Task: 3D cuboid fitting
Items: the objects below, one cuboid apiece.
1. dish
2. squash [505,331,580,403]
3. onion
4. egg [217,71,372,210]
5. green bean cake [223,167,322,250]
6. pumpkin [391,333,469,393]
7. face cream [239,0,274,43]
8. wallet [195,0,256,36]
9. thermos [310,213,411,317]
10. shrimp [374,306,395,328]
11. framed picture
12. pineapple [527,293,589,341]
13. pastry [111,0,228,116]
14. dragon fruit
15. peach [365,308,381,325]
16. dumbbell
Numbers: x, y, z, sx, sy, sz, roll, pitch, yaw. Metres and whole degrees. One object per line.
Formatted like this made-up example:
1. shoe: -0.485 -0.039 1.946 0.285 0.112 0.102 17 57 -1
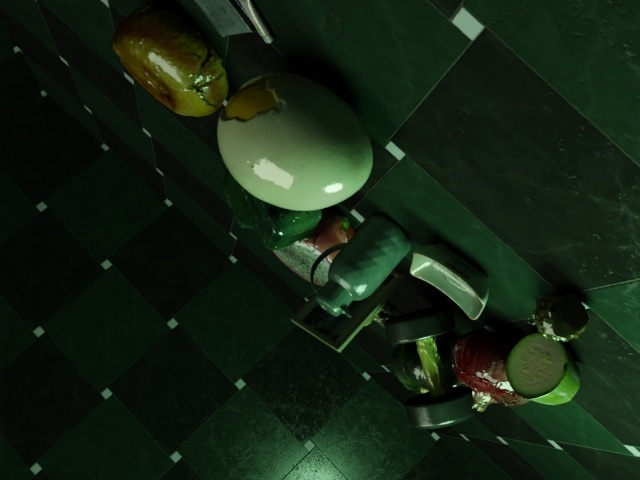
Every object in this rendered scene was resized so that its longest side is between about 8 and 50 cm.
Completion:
1. dish: 0.330 0.089 1.719 0.212 0.077 0.151 37 163 17
2. squash: 0.551 0.321 1.680 0.123 0.170 0.170 33 170 -27
3. onion: 0.462 0.355 1.856 0.252 0.219 0.252 32 174 4
4. egg: -0.050 -0.202 1.473 0.345 0.283 0.283 31 161 30
5. green bean cake: -0.139 -0.116 1.934 0.300 0.169 0.308 65 155 13
6. pumpkin: 0.383 0.412 2.251 0.300 0.207 0.300 25 153 14
7. face cream: -0.134 -0.465 1.448 0.038 0.020 0.115 16 148 48
8. wallet: -0.239 -0.534 1.486 0.222 0.036 0.167 51 163 -30
9. thermos: 0.092 0.065 1.844 0.182 0.286 0.145 36 164 26
10. shrimp: 0.187 0.255 2.552 0.360 0.085 0.247 29 170 49
11. framed picture: 0.084 0.181 2.127 0.232 0.315 0.024 26 155 45
12. pineapple: 0.502 0.165 1.489 0.108 0.108 0.197 40 177 7
13. pastry: -0.393 -0.471 1.826 0.356 0.163 0.356 34 166 10
14. dragon fruit: 0.000 0.000 2.122 0.291 0.189 0.290 31 158 14
15. peach: 0.094 0.176 2.302 0.235 0.214 0.214 39 167 42
16. dumbbell: 0.319 0.364 2.007 0.204 0.204 0.322 151 106 -74
